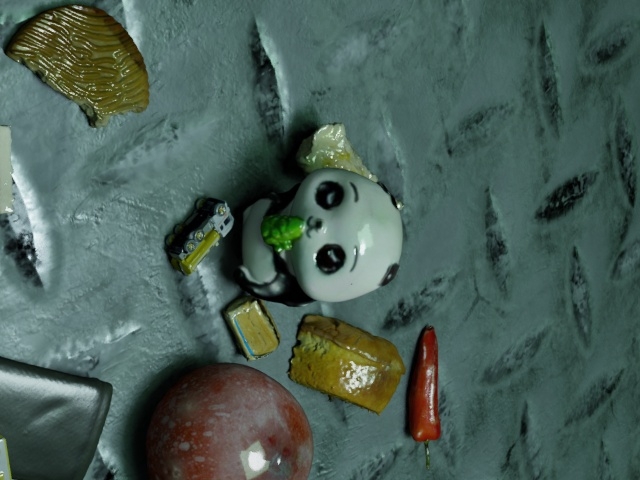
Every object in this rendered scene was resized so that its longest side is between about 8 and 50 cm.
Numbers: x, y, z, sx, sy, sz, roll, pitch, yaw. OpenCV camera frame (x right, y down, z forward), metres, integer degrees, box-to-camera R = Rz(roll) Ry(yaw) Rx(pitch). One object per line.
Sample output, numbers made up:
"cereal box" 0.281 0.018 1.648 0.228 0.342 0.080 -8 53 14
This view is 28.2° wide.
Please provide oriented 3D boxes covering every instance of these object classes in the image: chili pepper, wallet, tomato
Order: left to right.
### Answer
"wallet" -0.418 0.251 1.782 0.245 0.052 0.169 21 87 -39
"tomato" -0.133 0.328 1.960 0.270 0.227 0.270 -7 100 -42
"chili pepper" 0.199 0.298 2.415 0.063 0.071 0.272 0 93 -6

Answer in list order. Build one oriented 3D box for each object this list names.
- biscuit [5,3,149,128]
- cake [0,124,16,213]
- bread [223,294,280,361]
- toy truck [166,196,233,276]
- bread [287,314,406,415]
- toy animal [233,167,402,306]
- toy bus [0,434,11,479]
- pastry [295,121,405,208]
"biscuit" -0.335 -0.242 1.787 0.228 0.031 0.176 -12 104 -45
"cake" -0.473 -0.094 1.596 0.147 0.135 0.135 -12 103 -44
"bread" -0.110 0.142 2.076 0.072 0.053 0.106 -29 117 -13
"toy truck" -0.186 -0.007 1.969 0.123 0.052 0.063 -52 134 -25
"bread" 0.063 0.227 2.216 0.229 0.139 0.143 25 87 -44
"toy animal" -0.007 -0.002 1.992 0.212 0.266 0.213 11 72 -38
"toy bus" -0.519 0.313 1.656 0.226 0.074 0.081 -13 109 -35
"pastry" 0.037 -0.097 2.156 0.121 0.089 0.258 -56 131 -18
